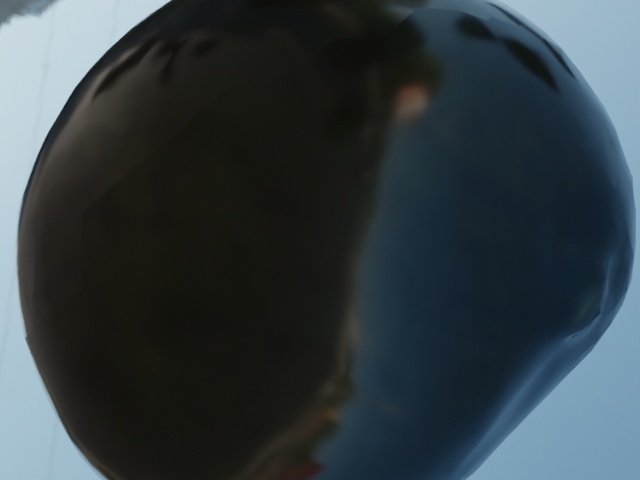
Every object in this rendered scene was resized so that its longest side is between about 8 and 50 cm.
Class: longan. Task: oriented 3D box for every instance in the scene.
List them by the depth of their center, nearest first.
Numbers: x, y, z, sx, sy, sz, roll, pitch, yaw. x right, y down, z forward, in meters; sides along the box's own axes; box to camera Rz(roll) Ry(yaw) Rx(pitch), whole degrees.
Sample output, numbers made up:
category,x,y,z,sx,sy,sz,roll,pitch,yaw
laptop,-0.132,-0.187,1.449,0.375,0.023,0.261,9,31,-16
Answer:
category,x,y,z,sx,sy,sz,roll,pitch,yaw
longan,0.000,0.000,0.422,0.196,0.220,0.196,41,-27,26
